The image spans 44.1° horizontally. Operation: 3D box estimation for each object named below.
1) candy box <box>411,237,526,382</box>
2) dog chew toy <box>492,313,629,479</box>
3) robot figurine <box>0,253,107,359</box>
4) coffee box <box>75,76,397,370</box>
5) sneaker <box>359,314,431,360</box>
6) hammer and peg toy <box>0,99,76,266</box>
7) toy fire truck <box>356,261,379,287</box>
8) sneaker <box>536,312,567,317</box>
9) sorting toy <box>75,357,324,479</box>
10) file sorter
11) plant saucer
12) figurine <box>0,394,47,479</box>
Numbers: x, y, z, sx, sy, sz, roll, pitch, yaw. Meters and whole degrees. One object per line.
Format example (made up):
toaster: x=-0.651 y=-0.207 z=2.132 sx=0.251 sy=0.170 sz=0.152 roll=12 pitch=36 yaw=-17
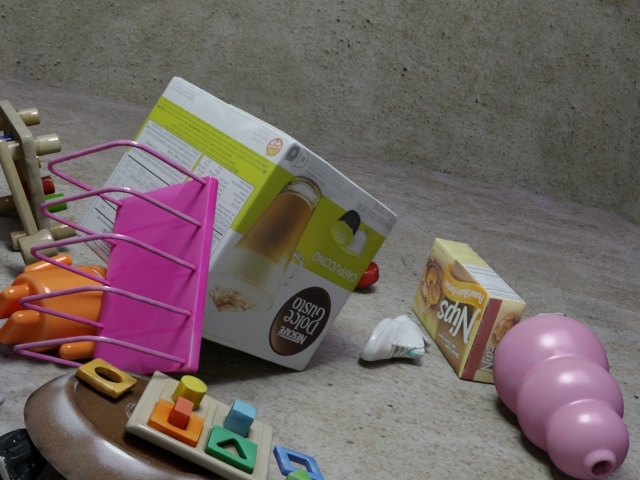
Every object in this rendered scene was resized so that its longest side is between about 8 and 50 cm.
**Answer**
candy box: x=0.301 y=0.138 z=1.660 sx=0.088 sy=0.182 sz=0.316 roll=10 pitch=19 yaw=-17
dog chew toy: x=0.423 y=0.274 z=1.362 sx=0.207 sy=0.206 sz=0.332 roll=13 pitch=26 yaw=-12
robot figurine: x=-0.399 y=0.103 z=1.242 sx=0.158 sy=0.128 sz=0.219 roll=23 pitch=18 yaw=38
coffee box: x=-0.142 y=-0.022 z=1.367 sx=0.338 sy=0.334 sz=0.338 roll=33 pitch=1 yaw=40
sneaker: x=0.155 y=0.201 z=1.537 sx=0.094 sy=0.080 sz=0.212 roll=37 pitch=23 yaw=21
hammer and peg toy: x=-0.560 y=-0.113 z=1.532 sx=0.127 sy=0.265 sz=0.361 roll=-16 pitch=31 yaw=-25
toy fire truck: x=0.000 y=0.000 z=1.882 sx=0.254 sy=0.169 sz=0.302 roll=-5 pitch=20 yaw=-5
sneaker: x=0.491 y=0.238 z=1.563 sx=0.226 sy=0.163 sz=0.086 roll=22 pitch=13 yaw=12
sorting toy: x=-0.141 y=0.226 z=0.995 sx=0.348 sy=0.047 sz=0.196 roll=27 pitch=7 yaw=-6
file sorter: x=-0.291 y=0.032 z=1.113 sx=0.202 sy=0.290 sz=0.182 roll=-10 pitch=-24 yaw=33
plant saucer: x=-0.212 y=0.243 z=0.991 sx=0.311 sy=0.050 sz=0.310 roll=27 pitch=8 yaw=-4
figurine: x=-0.409 y=0.231 z=0.950 sx=0.215 sy=0.092 sz=0.209 roll=19 pitch=10 yaw=8
